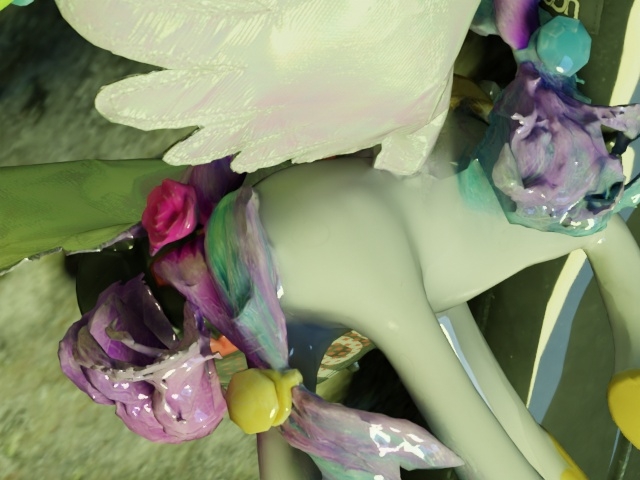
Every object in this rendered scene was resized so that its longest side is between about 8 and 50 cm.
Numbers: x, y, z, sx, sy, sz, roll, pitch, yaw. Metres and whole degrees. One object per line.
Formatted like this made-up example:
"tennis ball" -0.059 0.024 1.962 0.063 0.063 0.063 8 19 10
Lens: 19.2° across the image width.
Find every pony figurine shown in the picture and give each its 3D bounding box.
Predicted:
"pony figurine" 0.000 0.000 0.737 0.303 0.363 0.351 -21 -178 39

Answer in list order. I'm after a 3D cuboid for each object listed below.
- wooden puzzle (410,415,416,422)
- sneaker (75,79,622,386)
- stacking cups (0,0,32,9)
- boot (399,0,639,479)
"wooden puzzle" 0.177 0.129 1.338 0.348 0.080 0.322 -49 148 -3
"sneaker" 0.020 0.003 0.954 0.276 0.098 0.135 -20 155 1
"stacking cups" -0.114 -0.145 0.702 0.316 0.096 0.096 -41 148 -16
"boot" 0.232 0.005 1.107 0.367 0.146 0.445 -4 114 -31
